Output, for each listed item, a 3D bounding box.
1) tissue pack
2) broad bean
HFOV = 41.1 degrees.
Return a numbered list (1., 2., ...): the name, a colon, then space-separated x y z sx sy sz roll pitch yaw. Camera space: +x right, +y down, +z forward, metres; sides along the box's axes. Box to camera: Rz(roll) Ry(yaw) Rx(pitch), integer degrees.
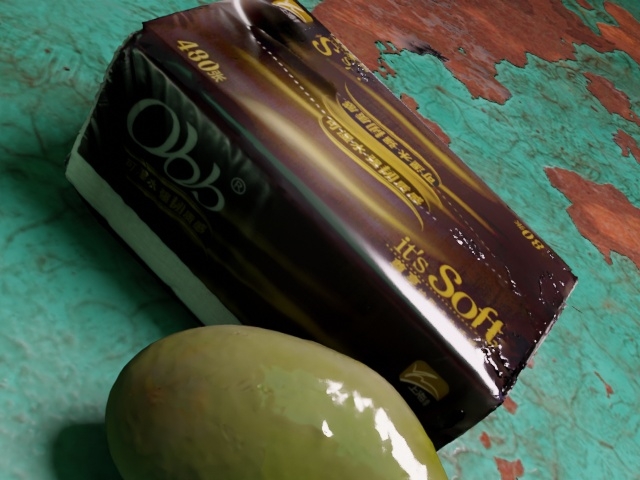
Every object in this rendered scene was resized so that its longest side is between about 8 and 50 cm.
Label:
1. tissue pack: 0.000 0.000 0.681 0.370 0.198 0.210 45 36 6
2. broad bean: -0.017 0.164 0.542 0.263 0.189 0.121 51 0 15
